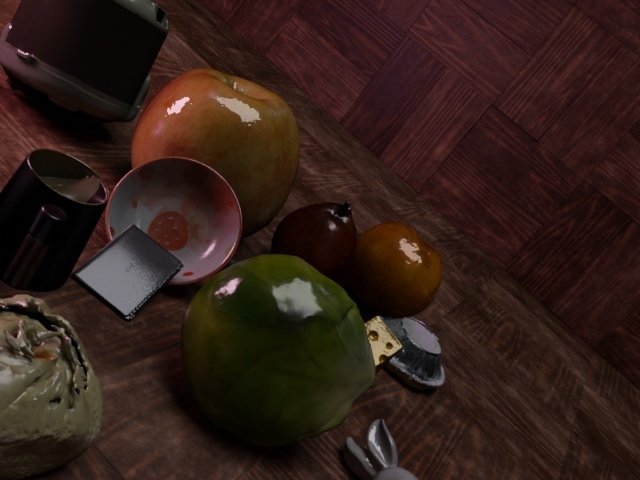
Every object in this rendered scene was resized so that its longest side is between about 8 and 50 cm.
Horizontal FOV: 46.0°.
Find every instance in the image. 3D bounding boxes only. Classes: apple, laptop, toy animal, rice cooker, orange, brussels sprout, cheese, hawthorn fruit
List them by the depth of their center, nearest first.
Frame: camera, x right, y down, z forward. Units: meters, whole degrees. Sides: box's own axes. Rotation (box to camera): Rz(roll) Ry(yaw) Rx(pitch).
[{"bbox_3d":[-0.076,0.179,1.282,0.344,0.344,0.268,25,-10,-34],"label":"brussels sprout"},{"bbox_3d":[0.112,0.417,1.301,0.221,0.104,0.130,47,22,24],"label":"toy animal"},{"bbox_3d":[-0.341,0.054,1.356,0.129,0.016,0.180,39,39,0],"label":"laptop"},{"bbox_3d":[0.069,0.257,1.623,0.171,0.126,0.093,-20,65,-46],"label":"cheese"},{"bbox_3d":[-0.232,-0.200,1.699,0.391,0.346,0.391,28,23,-13],"label":"apple"},{"bbox_3d":[-0.538,-0.438,1.720,0.335,0.325,0.335,26,4,-2],"label":"rice cooker"},{"bbox_3d":[0.000,0.000,1.803,0.208,0.248,0.208,36,22,-17],"label":"hawthorn fruit"},{"bbox_3d":[0.190,0.079,1.975,0.261,0.261,0.261,33,20,-14],"label":"orange"}]

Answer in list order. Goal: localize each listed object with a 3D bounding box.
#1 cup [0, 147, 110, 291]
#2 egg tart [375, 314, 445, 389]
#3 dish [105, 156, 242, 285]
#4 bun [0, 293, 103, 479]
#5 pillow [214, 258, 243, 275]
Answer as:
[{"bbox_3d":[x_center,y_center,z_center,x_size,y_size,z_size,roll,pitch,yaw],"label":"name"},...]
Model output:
[{"bbox_3d":[-0.427,-0.013,1.194,0.166,0.177,0.239,19,28,-45],"label":"cup"},{"bbox_3d":[0.223,0.263,1.847,0.234,0.094,0.234,33,23,-16],"label":"egg tart"},{"bbox_3d":[-0.289,-0.029,1.492,0.260,0.260,0.085,38,-22,-2],"label":"dish"},{"bbox_3d":[-0.384,0.160,0.933,0.259,0.152,0.259,33,23,-16],"label":"bun"},{"bbox_3d":[-0.108,0.136,1.529,0.250,0.106,0.186,52,17,26],"label":"pillow"}]
